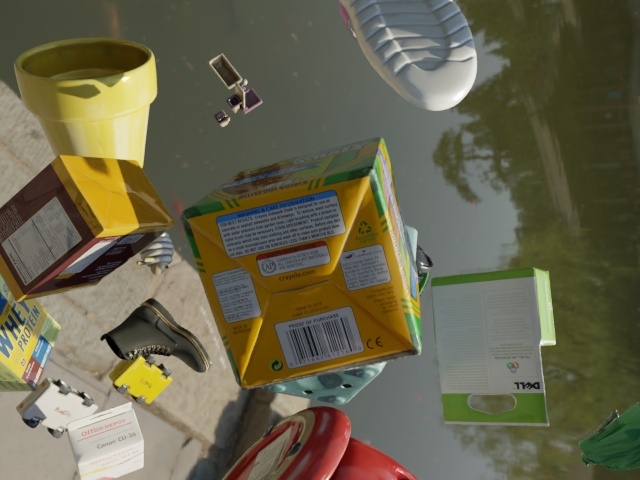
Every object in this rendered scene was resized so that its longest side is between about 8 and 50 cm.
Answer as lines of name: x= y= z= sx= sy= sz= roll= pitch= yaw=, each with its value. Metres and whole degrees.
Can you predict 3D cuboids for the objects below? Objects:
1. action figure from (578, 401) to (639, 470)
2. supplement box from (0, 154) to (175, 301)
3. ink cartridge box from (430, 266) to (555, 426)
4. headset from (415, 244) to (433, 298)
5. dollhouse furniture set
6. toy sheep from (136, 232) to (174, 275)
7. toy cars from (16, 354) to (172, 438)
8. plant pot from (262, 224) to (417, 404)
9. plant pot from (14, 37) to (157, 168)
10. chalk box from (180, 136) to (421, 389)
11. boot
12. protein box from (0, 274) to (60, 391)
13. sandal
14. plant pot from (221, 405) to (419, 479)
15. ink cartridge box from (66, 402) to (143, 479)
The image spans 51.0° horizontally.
action figure: x=0.506 y=0.329 z=1.108 sx=0.137 sy=0.232 sz=0.063 roll=35 pitch=52 yaw=1
supplement box: x=-0.372 y=-0.021 z=1.040 sx=0.129 sy=0.194 sz=0.191 roll=57 pitch=18 yaw=7
ink cartridge box: x=0.302 y=0.184 z=1.163 sx=0.097 sy=0.189 sz=0.255 roll=11 pitch=74 yaw=-56
headset: x=0.165 y=0.108 z=1.560 sx=0.243 sy=0.185 sz=0.394 roll=-45 pitch=148 yaw=-4
dollhouse furniture set: x=-0.169 y=-0.273 z=1.152 sx=0.114 sy=0.091 sz=0.081 roll=53 pitch=-12 yaw=9
toy sheep: x=-0.386 y=0.017 z=1.568 sx=0.091 sy=0.091 sz=0.132 roll=10 pitch=69 yaw=-59
toy cars: x=-0.479 y=0.309 z=1.435 sx=0.394 sy=0.087 sz=0.176 roll=-12 pitch=133 yaw=-54
plant pot: x=0.000 y=0.115 z=1.087 sx=0.247 sy=0.248 sz=0.252 roll=16 pitch=50 yaw=-17
plant pot: x=-0.449 y=-0.250 z=1.336 sx=0.254 sy=0.254 sz=0.238 roll=-48 pitch=149 yaw=-49
chalk box: x=0.000 y=0.000 z=0.717 sx=0.289 sy=0.180 sz=0.179 roll=-70 pitch=146 yaw=-73
boot: x=-0.333 y=0.226 z=1.363 sx=0.137 sy=0.198 sz=0.076 roll=-39 pitch=163 yaw=-43
protein box: x=-0.605 y=0.156 z=1.156 sx=0.199 sy=0.201 sz=0.135 roll=72 pitch=19 yaw=-48
sandal: x=0.099 y=-0.344 z=1.018 sx=0.102 sy=0.170 sz=0.416 roll=101 pitch=-33 yaw=-61
plant pot: x=0.000 y=0.256 z=0.578 sx=0.174 sy=0.191 sz=0.191 roll=46 pitch=41 yaw=-5
ink cartridge box: x=-0.377 y=0.364 z=1.185 sx=0.115 sy=0.198 sz=0.067 roll=-16 pitch=61 yaw=-24
